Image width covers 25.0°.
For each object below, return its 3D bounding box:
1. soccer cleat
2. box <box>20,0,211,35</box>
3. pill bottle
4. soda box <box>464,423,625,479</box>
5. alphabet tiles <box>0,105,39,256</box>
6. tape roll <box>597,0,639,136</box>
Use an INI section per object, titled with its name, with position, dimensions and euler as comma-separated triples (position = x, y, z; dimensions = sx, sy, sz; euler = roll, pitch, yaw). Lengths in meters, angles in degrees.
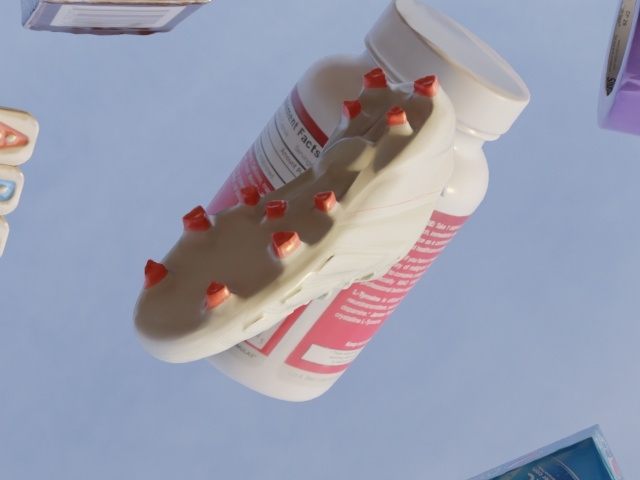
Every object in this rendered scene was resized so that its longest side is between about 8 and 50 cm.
[soccer cleat]
position = 0.000, 0.000, 0.622
dimensions = 0.068, 0.076, 0.196
euler = 17, -135, 36
[box]
position = -0.173, -0.365, 1.147
dimensions = 0.143, 0.191, 0.381
euler = -1, -89, -15
[pill bottle]
position = 0.027, -0.045, 1.523
dimensions = 0.229, 0.407, 0.229
euler = 32, -158, -15
[soda box]
position = 0.150, 0.230, 1.218
dimensions = 0.210, 0.071, 0.067
euler = -27, -95, 14
[alphabet tiles]
position = -0.411, -0.061, 1.325
dimensions = 0.278, 0.284, 0.021
euler = 8, -151, -27
[tape roll]
position = 0.330, -0.193, 1.401
dimensions = 0.080, 0.189, 0.189
euler = 13, -129, 3
